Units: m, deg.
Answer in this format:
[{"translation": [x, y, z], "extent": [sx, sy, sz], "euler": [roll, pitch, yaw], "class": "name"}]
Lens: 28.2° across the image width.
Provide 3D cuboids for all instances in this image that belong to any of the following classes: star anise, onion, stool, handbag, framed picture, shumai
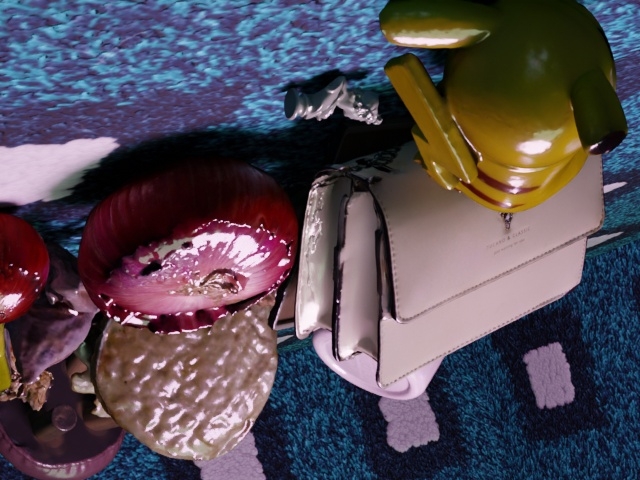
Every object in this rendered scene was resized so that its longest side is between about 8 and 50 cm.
[{"translation": [-0.303, 0.057, 1.498], "extent": [0.198, 0.110, 0.257], "euler": [-47, -169, 9], "class": "star anise"}, {"translation": [-0.348, 0.030, 1.322], "extent": [0.131, 0.131, 0.131], "euler": [-16, 171, -3], "class": "onion"}, {"translation": [-0.422, 0.253, 2.148], "extent": [0.272, 0.272, 0.178], "euler": [-8, 155, -41], "class": "stool"}, {"translation": [0.152, -0.014, 1.426], "extent": [0.358, 0.237, 0.160], "euler": [-22, -145, -38], "class": "handbag"}, {"translation": [0.046, -0.021, 1.454], "extent": [0.192, 0.018, 0.265], "euler": [-9, 128, -47], "class": "framed picture"}, {"translation": [-0.223, 0.136, 1.902], "extent": [0.292, 0.330, 0.288], "euler": [25, 178, -16], "class": "shumai"}, {"translation": [-0.143, -0.001, 1.354], "extent": [0.248, 0.161, 0.248], "euler": [-28, 163, -9], "class": "onion"}]

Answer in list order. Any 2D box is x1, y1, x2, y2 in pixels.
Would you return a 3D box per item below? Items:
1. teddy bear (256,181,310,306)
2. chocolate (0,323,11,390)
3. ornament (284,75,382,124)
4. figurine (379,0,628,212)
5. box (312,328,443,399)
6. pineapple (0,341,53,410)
[{"translation": [-0.003, -0.006, 1.648], "extent": [0.246, 0.222, 0.296], "euler": [-36, -152, 8], "class": "teddy bear"}, {"translation": [-0.517, 0.131, 1.553], "extent": [0.289, 0.137, 0.301], "euler": [-14, 170, -15], "class": "chocolate"}, {"translation": [0.011, -0.132, 1.213], "extent": [0.092, 0.041, 0.068], "euler": [-7, 165, 1], "class": "ornament"}, {"translation": [0.163, -0.128, 1.138], "extent": [0.169, 0.218, 0.327], "euler": [-56, 171, -14], "class": "figurine"}, {"translation": [0.126, 0.105, 1.843], "extent": [0.262, 0.206, 0.291], "euler": [43, 153, -29], "class": "box"}, {"translation": [-0.456, 0.163, 1.814], "extent": [0.250, 0.164, 0.140], "euler": [-13, 163, -1], "class": "pineapple"}]
